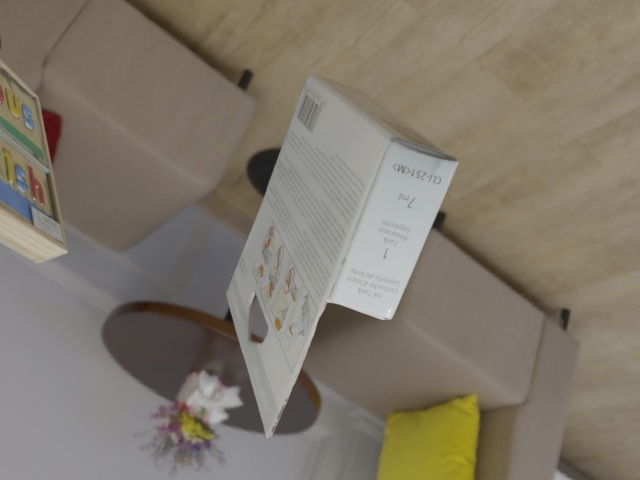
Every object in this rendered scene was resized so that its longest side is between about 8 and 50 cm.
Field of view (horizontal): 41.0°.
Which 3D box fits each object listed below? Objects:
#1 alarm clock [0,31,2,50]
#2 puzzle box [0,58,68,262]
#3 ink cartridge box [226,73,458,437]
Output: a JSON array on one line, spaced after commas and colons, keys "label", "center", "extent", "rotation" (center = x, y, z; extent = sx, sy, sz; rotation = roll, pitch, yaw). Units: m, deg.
[{"label": "alarm clock", "center": [-0.240, -0.167, 0.539], "extent": [0.192, 0.064, 0.129], "rotation": [59, 154, 31]}, {"label": "puzzle box", "center": [-0.445, -0.157, 1.049], "extent": [0.052, 0.272, 0.409], "rotation": [-19, 160, 4]}, {"label": "ink cartridge box", "center": [0.000, 0.000, 0.719], "extent": [0.060, 0.275, 0.238], "rotation": [16, 106, -18]}]
